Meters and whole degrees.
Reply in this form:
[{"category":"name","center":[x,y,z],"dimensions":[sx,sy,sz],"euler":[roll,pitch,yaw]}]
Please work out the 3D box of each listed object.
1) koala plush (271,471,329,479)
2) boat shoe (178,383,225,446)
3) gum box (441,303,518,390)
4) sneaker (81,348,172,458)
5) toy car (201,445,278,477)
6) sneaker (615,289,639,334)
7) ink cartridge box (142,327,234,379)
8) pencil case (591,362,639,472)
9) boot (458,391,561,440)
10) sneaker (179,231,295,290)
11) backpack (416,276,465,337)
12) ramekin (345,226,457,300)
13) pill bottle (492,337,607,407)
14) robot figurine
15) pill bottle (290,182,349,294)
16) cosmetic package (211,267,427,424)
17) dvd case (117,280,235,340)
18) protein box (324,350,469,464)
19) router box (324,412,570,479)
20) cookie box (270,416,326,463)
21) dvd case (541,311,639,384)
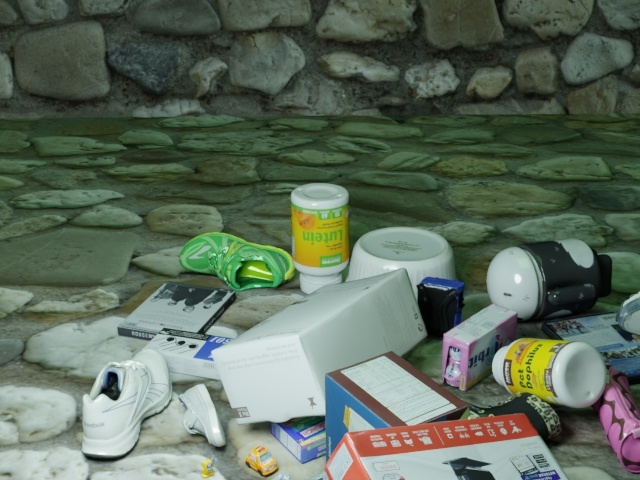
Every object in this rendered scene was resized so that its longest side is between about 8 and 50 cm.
[{"category":"koala plush","center":[0.018,0.404,1.275],"dimensions":[0.203,0.196,0.221],"euler":[18,27,13]},{"category":"boat shoe","center":[-0.217,0.318,1.620],"dimensions":[0.063,0.066,0.184],"euler":[-21,30,-12]},{"category":"gum box","center":[0.315,0.212,1.796],"dimensions":[0.062,0.107,0.188],"euler":[20,30,39]},{"category":"sneaker","center":[-0.348,0.270,1.647],"dimensions":[0.111,0.129,0.297],"euler":[1,22,8]},{"category":"toy car","center":[-0.134,0.374,1.509],"dimensions":[0.122,0.040,0.060],"euler":[-11,25,-25]},{"category":"sneaker","center":[0.756,0.174,1.861],"dimensions":[0.283,0.110,0.122],"euler":[5,33,-4]},{"category":"ink cartridge box","center":[-0.247,0.232,1.839],"dimensions":[0.207,0.046,0.097],"euler":[7,25,16]},{"category":"pencil case","center":[0.529,0.307,1.582],"dimensions":[0.095,0.098,0.209],"euler":[-4,24,-1]},{"category":"boot","center":[0.289,0.311,1.599],"dimensions":[0.179,0.085,0.236],"euler":[-17,34,-38]},{"category":"sneaker","center":[-0.211,0.052,2.179],"dimensions":[0.296,0.109,0.123],"euler":[7,20,16]},{"category":"backpack","center":[0.264,0.144,1.945],"dimensions":[0.098,0.120,0.101],"euler":[10,15,28]},{"category":"ramekin","center":[0.192,0.064,2.121],"dimensions":[0.273,0.127,0.273],"euler":[-1,23,0]},{"category":"pill bottle","center":[0.413,0.240,1.661],"dimensions":[0.117,0.117,0.215],"euler":[-12,2,-25]},{"category":"robot figurine","center":[0.508,0.089,2.010],"dimensions":[0.278,0.209,0.173],"euler":[-7,66,-16]},{"category":"pill bottle","center":[0.000,0.000,2.123],"dimensions":[0.136,0.245,0.136],"euler":[-1,23,0]},{"category":"cosmetic package","center":[0.009,0.192,1.680],"dimensions":[0.217,0.156,0.385],"euler":[-15,5,35]},{"category":"dvd case","center":[-0.319,0.161,2.027],"dimensions":[0.179,0.029,0.238],"euler":[7,25,17]},{"category":"protein box","center":[0.116,0.318,1.431],"dimensions":[0.136,0.199,0.201],"euler":[-14,26,-29]},{"category":"router box","center":[0.215,0.384,1.202],"dimensions":[0.336,0.082,0.301],"euler":[2,41,-34]},{"category":"cookie box","center":[-0.023,0.337,1.594],"dimensions":[0.092,0.040,0.107],"euler":[-15,27,-30]},{"category":"dvd case","center":[0.600,0.223,1.875],"dimensions":[0.180,0.022,0.253],"euler":[-7,24,-14]}]
